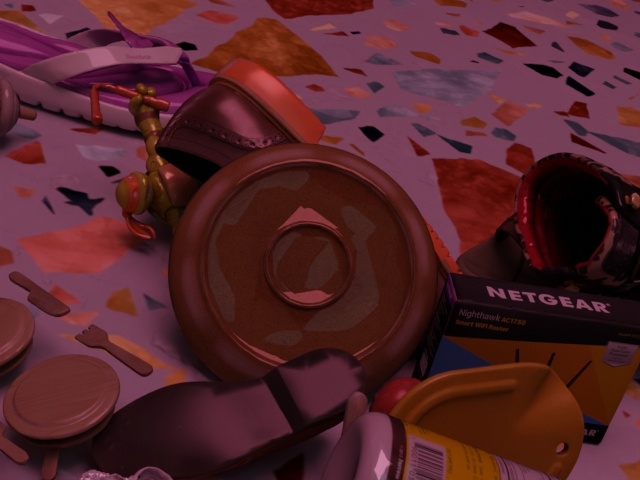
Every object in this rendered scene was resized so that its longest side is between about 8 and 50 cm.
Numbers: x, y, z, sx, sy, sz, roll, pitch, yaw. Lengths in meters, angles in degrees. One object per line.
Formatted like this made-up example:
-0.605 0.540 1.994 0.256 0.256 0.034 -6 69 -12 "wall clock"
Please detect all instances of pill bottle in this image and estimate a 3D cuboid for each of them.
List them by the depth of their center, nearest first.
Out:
0.108 0.205 0.780 0.215 0.117 0.117 22 30 -9 "pill bottle"

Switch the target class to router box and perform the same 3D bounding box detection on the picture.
0.178 0.104 0.978 0.179 0.133 0.046 8 31 -11 "router box"

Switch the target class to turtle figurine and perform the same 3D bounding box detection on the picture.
-0.118 -0.041 1.131 0.217 0.087 0.269 -7 59 -39 "turtle figurine"

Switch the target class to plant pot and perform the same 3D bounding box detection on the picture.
-0.012 0.024 0.971 0.236 0.032 0.236 2 76 -8 "plant pot"

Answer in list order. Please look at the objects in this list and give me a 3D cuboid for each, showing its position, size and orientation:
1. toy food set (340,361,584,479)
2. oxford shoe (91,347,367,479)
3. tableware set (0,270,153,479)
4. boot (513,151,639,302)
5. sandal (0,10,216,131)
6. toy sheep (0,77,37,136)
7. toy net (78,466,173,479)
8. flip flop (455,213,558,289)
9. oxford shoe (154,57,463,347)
0.097 0.152 0.890 0.218 0.128 0.071 -3 14 -20 "toy food set"
-0.068 0.147 0.869 0.212 0.076 0.076 -12 60 -15 "oxford shoe"
-0.230 0.106 0.874 0.194 0.039 0.128 28 48 35 "tableware set"
0.355 0.058 1.056 0.284 0.138 0.377 24 22 -23 "boot"
-0.268 -0.215 1.327 0.416 0.102 0.169 11 31 -8 "sandal"
-0.363 -0.143 1.187 0.132 0.091 0.091 1 33 -32 "toy sheep"
-0.066 0.210 0.767 0.232 0.045 0.122 34 36 21 "toy net"
0.234 0.005 1.216 0.112 0.080 0.277 31 34 24 "flip flop"
0.000 0.000 1.057 0.364 0.130 0.133 44 68 6 "oxford shoe"
